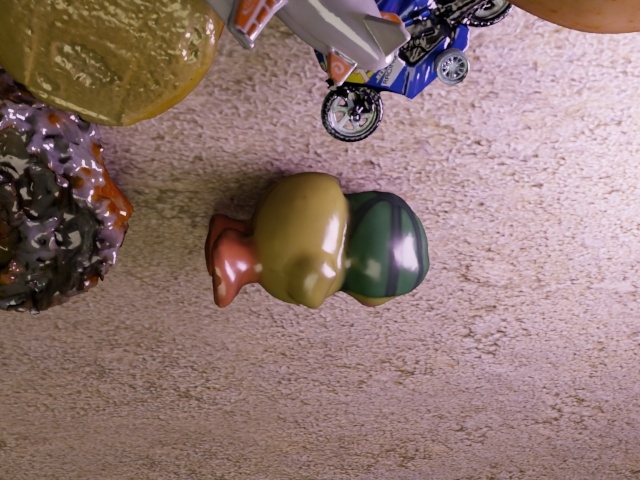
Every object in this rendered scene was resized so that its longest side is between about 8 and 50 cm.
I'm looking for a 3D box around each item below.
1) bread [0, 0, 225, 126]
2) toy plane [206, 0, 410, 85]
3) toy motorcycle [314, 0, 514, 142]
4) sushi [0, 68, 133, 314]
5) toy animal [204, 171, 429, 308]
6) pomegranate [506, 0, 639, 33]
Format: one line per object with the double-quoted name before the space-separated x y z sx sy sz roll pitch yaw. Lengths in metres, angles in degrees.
"bread" -0.238 -0.260 0.782 0.269 0.148 0.270 -2 133 -2
"toy plane" -0.007 -0.280 0.748 0.244 0.245 0.117 13 168 -21
"toy motorcycle" 0.099 -0.261 0.863 0.315 0.113 0.169 -41 118 16
"sushi" -0.467 -0.052 0.925 0.417 0.176 0.417 -5 135 -5
"toy animal" 0.002 -0.003 1.042 0.338 0.216 0.191 2 107 -15
"pomegranate" 0.285 -0.361 0.601 0.411 0.411 0.411 -5 135 -5
